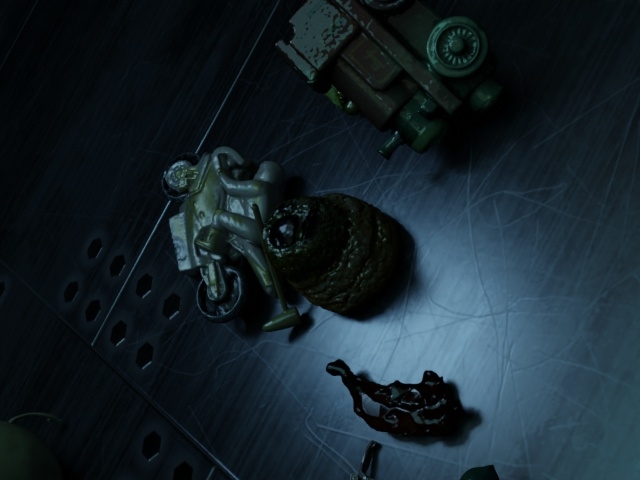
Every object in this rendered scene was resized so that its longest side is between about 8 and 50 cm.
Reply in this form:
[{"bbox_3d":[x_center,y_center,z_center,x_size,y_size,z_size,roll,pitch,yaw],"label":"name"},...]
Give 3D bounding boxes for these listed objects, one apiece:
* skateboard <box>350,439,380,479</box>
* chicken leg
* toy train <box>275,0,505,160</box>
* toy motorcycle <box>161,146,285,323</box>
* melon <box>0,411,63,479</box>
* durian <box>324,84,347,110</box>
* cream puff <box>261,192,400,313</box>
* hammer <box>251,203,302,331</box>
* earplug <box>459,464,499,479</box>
[{"bbox_3d":[0.085,0.294,1.066,0.083,0.032,0.064,2,61,44],"label":"skateboard"},{"bbox_3d":[0.093,0.208,1.084,0.219,0.048,0.089,0,67,41],"label":"chicken leg"},{"bbox_3d":[0.103,-0.258,1.174,0.304,0.150,0.221,45,98,9],"label":"toy train"},{"bbox_3d":[-0.145,-0.036,1.367,0.222,0.108,0.341,-28,59,15],"label":"toy motorcycle"},{"bbox_3d":[-0.564,0.444,1.387,0.271,0.271,0.308,-37,52,21],"label":"melon"},{"bbox_3d":[0.064,-0.397,1.393,0.198,0.163,0.394,110,158,-51],"label":"durian"},{"bbox_3d":[0.000,0.000,1.181,0.183,0.169,0.183,-20,56,33],"label":"cream puff"},{"bbox_3d":[-0.083,0.041,1.247,0.060,0.028,0.195,-16,95,1],"label":"hammer"},{"bbox_3d":[0.247,0.369,0.831,0.280,0.164,0.257,-8,28,26],"label":"earplug"}]
